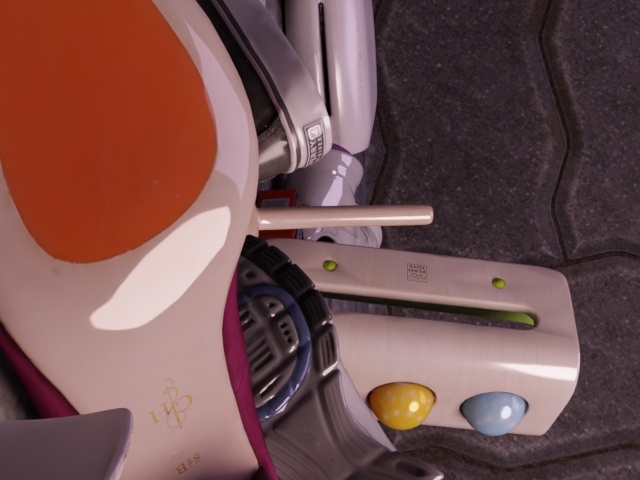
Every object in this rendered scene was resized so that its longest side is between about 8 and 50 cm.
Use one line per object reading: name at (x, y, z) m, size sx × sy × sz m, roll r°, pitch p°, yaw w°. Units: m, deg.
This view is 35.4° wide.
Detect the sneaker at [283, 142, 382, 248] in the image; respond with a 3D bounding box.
sneaker at (0.000, 0.000, 1.248) m, size 0.305 × 0.114 × 0.152 m, roll 64°, pitch 38°, yaw -64°

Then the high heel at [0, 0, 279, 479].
high heel at (-0.102, 0.025, 0.458) m, size 0.181 × 0.127 × 0.377 m, roll 17°, pitch -55°, yaw 57°

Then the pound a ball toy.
pound a ball toy at (0.051, 0.071, 0.826) m, size 0.208 × 0.319 × 0.136 m, roll 105°, pitch -10°, yaw -52°

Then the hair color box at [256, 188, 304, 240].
hair color box at (-0.039, 0.024, 1.052) m, size 0.072 × 0.043 × 0.141 m, roll -85°, pitch 171°, yaw -53°

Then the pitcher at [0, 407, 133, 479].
pitcher at (-0.092, 0.173, 0.274) m, size 0.177 × 0.125 × 0.207 m, roll -27°, pitch 105°, yaw -60°

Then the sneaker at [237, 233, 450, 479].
sneaker at (-0.011, 0.125, 0.632) m, size 0.297 × 0.111 × 0.129 m, roll 55°, pitch -13°, yaw 14°

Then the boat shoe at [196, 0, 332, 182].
boat shoe at (-0.076, -0.111, 0.510) m, size 0.219 × 0.070 × 0.078 m, roll 54°, pitch -20°, yaw 34°

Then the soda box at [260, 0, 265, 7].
soda box at (-0.081, -0.206, 0.674) m, size 0.183 × 0.062 × 0.058 m, roll 77°, pitch 12°, yaw -60°

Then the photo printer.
photo printer at (0.019, -0.257, 1.388) m, size 0.307 × 0.107 × 0.256 m, roll -73°, pitch 159°, yaw -72°
